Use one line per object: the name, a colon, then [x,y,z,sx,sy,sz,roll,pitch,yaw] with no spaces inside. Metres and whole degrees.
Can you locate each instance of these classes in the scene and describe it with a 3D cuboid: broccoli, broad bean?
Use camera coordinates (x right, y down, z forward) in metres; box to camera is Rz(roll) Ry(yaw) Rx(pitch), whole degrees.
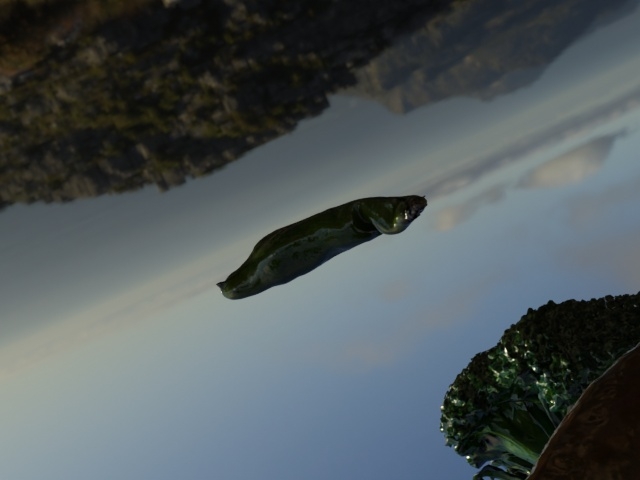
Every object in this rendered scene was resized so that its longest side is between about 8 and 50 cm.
broccoli: [0.237,0.172,0.784,0.297,0.297,0.297,-24,-140,37]
broad bean: [0.004,-0.002,0.863,0.195,0.046,0.061,-23,180,17]

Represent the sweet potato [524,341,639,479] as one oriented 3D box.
sweet potato: [0.122,0.137,0.427,0.097,0.097,0.252,-23,-155,52]
